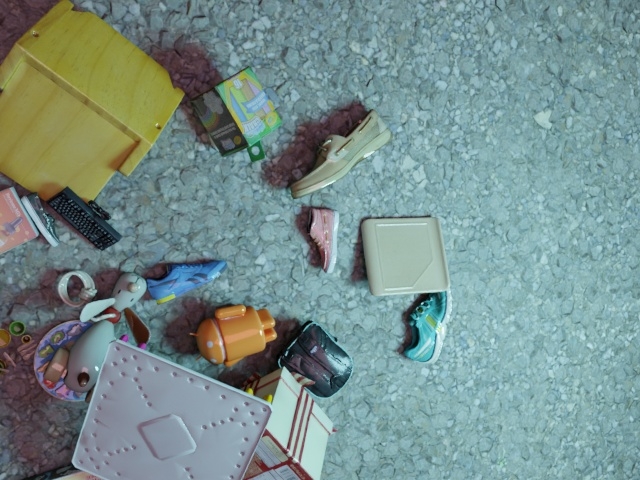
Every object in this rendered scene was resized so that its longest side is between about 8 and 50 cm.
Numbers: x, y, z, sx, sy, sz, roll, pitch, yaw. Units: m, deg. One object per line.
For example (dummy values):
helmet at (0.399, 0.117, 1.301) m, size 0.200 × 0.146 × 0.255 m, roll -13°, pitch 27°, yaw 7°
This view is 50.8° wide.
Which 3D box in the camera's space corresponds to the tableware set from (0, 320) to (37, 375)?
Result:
tableware set at (-0.768, 0.267, 1.623) m, size 0.154 × 0.024 × 0.104 m, roll -33°, pitch 105°, yaw -13°

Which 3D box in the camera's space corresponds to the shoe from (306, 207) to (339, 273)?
shoe at (0.000, 0.000, 1.846) m, size 0.081 × 0.063 × 0.178 m, roll 5°, pitch 89°, yaw -18°

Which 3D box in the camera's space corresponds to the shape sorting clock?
shape sorting clock at (-0.602, 0.300, 1.676) m, size 0.206 × 0.040 × 0.206 m, roll -2°, pitch 97°, yaw -19°

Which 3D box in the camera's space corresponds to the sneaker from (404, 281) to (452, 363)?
sneaker at (0.315, 0.224, 1.962) m, size 0.110 × 0.107 × 0.275 m, roll 12°, pitch 90°, yaw -7°

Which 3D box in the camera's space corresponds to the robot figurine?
robot figurine at (-0.227, 0.248, 1.757) m, size 0.219 × 0.158 × 0.128 m, roll -15°, pitch 71°, yaw -18°

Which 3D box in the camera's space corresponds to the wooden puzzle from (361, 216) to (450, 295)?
wooden puzzle at (0.240, 0.045, 1.917) m, size 0.238 × 0.044 × 0.221 m, roll -3°, pitch 76°, yaw -15°

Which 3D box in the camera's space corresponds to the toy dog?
toy dog at (-0.524, 0.232, 1.604) m, size 0.220 × 0.161 × 0.334 m, roll 10°, pitch 83°, yaw -25°

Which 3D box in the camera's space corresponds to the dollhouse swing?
dollhouse swing at (-0.580, -0.301, 1.607) m, size 0.347 × 0.305 × 0.315 m, roll 36°, pitch 43°, yaw -19°

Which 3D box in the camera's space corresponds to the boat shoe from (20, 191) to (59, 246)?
boat shoe at (-0.658, -0.050, 1.605) m, size 0.040 × 0.049 × 0.142 m, roll -31°, pitch 117°, yaw -13°

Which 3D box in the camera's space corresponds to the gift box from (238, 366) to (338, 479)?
gift box at (-0.109, 0.499, 1.734) m, size 0.276 × 0.258 × 0.255 m, roll -26°, pitch 111°, yaw 20°

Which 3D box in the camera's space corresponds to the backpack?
backpack at (-0.009, 0.329, 1.828) m, size 0.188 × 0.144 × 0.166 m, roll 40°, pitch 81°, yaw 1°

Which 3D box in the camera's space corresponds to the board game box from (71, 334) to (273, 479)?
board game box at (-0.348, 0.445, 1.567) m, size 0.390 × 0.050 × 0.390 m, roll 23°, pitch 114°, yaw -1°

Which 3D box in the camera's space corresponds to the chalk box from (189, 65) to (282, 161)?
chalk box at (-0.198, -0.299, 1.684) m, size 0.132 × 0.132 × 0.213 m, roll -42°, pitch 111°, yaw -36°

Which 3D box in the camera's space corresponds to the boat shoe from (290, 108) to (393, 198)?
boat shoe at (0.039, -0.231, 1.809) m, size 0.341 × 0.121 × 0.110 m, roll -38°, pitch 102°, yaw -22°

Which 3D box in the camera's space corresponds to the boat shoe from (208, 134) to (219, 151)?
boat shoe at (-0.269, -0.276, 1.731) m, size 0.035 × 0.035 × 0.100 m, roll -20°, pitch 102°, yaw -16°

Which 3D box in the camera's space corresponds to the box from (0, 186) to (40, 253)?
box at (-0.762, -0.032, 1.556) m, size 0.170 × 0.091 × 0.130 m, roll -29°, pitch 104°, yaw -14°

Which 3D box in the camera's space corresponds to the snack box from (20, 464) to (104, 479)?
snack box at (-0.589, 0.654, 1.688) m, size 0.322 × 0.060 × 0.187 m, roll -14°, pitch 101°, yaw -9°

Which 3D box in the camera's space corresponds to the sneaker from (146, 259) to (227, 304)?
sneaker at (-0.342, 0.086, 1.730) m, size 0.209 × 0.069 × 0.082 m, roll -25°, pitch 100°, yaw -15°

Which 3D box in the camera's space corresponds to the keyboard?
keyboard at (-0.559, -0.053, 1.616) m, size 0.108 × 0.023 × 0.180 m, roll -28°, pitch 122°, yaw 24°
